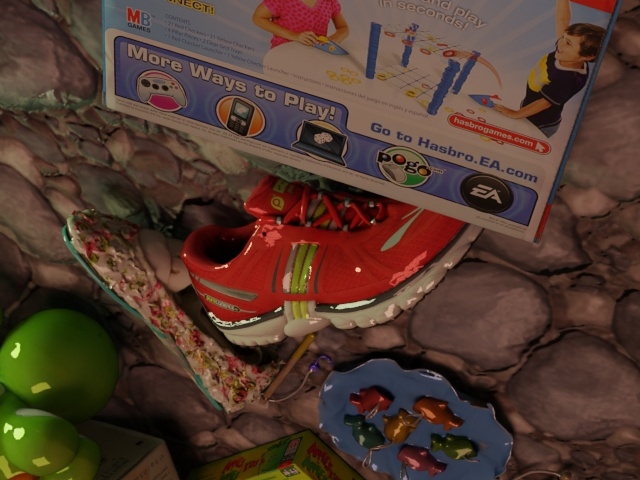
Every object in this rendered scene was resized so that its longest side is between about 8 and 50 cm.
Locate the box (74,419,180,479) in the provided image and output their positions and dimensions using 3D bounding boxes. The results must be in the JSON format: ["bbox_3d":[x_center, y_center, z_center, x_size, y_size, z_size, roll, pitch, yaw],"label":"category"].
[{"bbox_3d":[-0.195,0.347,1.310,0.148,0.121,0.311,4,122,41],"label":"box"}]

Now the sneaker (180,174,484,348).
[{"bbox_3d":[0.000,0.000,0.943,0.279,0.107,0.118,-21,112,37],"label":"sneaker"}]

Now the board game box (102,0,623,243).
[{"bbox_3d":[0.025,-0.170,0.762,0.308,0.086,0.302,19,138,8],"label":"board game box"}]

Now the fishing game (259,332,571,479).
[{"bbox_3d":[0.080,0.174,1.129,0.264,0.041,0.189,32,141,-8],"label":"fishing game"}]

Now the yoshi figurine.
[{"bbox_3d":[-0.322,0.130,1.220,0.362,0.204,0.203,11,98,36],"label":"yoshi figurine"}]

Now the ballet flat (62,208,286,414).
[{"bbox_3d":[-0.114,0.047,1.075,0.077,0.091,0.241,-32,123,10],"label":"ballet flat"}]

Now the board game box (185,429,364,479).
[{"bbox_3d":[-0.048,0.249,1.265,0.181,0.043,0.092,-26,118,41],"label":"board game box"}]
